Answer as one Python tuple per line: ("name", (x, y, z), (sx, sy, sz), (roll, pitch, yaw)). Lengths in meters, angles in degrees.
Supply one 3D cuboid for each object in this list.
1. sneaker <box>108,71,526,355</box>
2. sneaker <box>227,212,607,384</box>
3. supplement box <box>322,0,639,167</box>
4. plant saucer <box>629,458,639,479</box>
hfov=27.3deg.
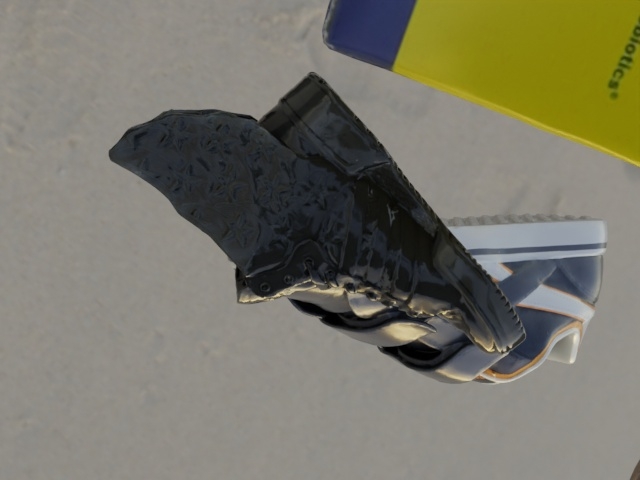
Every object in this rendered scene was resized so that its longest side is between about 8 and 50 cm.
("sneaker", (0.000, 0.001, 0.537), (0.089, 0.051, 0.170), (-40, 100, 3))
("sneaker", (0.081, 0.043, 0.950), (0.321, 0.126, 0.127), (0, 95, -31))
("supplement box", (0.211, -0.115, 0.426), (0.194, 0.356, 0.195), (-63, 174, -59))
("plant saucer", (0.269, 0.231, 0.785), (0.041, 0.278, 0.278), (-9, 125, -30))
